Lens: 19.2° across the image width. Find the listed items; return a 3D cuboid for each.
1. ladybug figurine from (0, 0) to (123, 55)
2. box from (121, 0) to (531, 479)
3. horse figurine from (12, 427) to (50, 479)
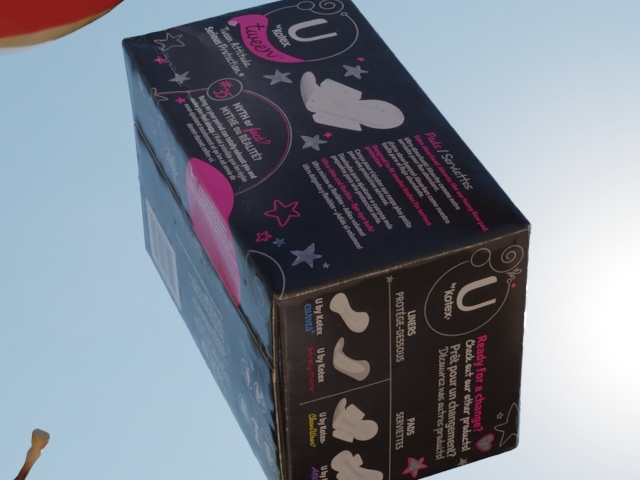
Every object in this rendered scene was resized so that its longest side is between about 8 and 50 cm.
[{"bbox_3d":[-0.103,-0.218,0.683,0.305,0.162,0.449,-20,-22,-32],"label":"ladybug figurine"},{"bbox_3d":[0.000,0.000,1.034,0.142,0.247,0.163,-15,-49,-15],"label":"box"},{"bbox_3d":[-0.250,0.207,1.189,0.066,0.263,0.174,31,-70,-3],"label":"horse figurine"}]
